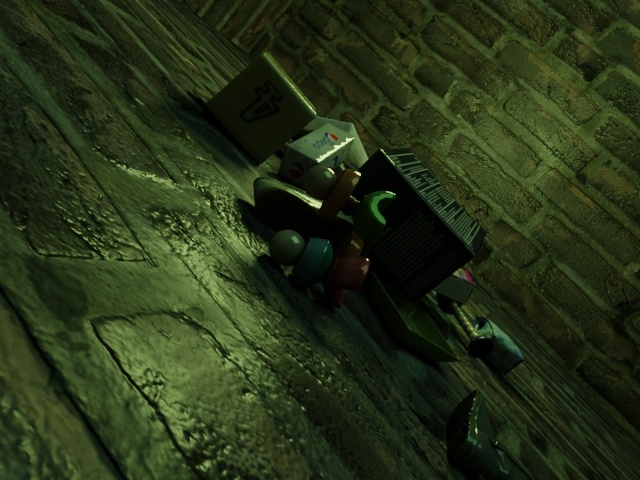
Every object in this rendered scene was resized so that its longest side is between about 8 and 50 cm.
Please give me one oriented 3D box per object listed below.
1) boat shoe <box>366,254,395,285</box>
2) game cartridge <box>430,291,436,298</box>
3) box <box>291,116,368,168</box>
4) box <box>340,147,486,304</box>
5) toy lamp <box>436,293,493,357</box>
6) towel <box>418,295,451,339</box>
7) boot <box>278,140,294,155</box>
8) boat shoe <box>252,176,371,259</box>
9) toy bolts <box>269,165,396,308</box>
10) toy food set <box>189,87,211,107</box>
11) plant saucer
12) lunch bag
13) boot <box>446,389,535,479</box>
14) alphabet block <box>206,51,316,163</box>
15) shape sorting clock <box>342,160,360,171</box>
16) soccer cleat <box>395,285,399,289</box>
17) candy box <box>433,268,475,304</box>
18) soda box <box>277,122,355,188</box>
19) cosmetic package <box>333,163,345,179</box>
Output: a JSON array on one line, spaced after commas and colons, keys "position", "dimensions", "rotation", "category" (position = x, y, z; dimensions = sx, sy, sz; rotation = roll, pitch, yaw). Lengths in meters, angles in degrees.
[{"position": [0.104, 0.037, 1.281], "dimensions": [0.206, 0.075, 0.065], "rotation": [45, 9, -18], "category": "boat shoe"}, {"position": [0.367, 0.165, 1.811], "dimensions": [0.056, 0.017, 0.083], "rotation": [50, 14, 9], "category": "game cartridge"}, {"position": [0.024, -0.317, 1.837], "dimensions": [0.232, 0.058, 0.322], "rotation": [16, -11, 19], "category": "box"}, {"position": [0.206, -0.049, 1.275], "dimensions": [0.294, 0.183, 0.296], "rotation": [50, 22, 6], "category": "box"}, {"position": [0.405, 0.225, 1.601], "dimensions": [0.080, 0.080, 0.274], "rotation": [37, 17, -28], "category": "toy lamp"}, {"position": [0.264, 0.181, 1.315], "dimensions": [0.110, 0.027, 0.148], "rotation": [48, -10, 25], "category": "towel"}, {"position": [-0.042, -0.276, 1.748], "dimensions": [0.305, 0.115, 0.112], "rotation": [31, 20, -41], "category": "boot"}, {"position": [-0.011, -0.041, 1.105], "dimensions": [0.285, 0.104, 0.089], "rotation": [34, 18, -33], "category": "boat shoe"}, {"position": [0.000, 0.000, 0.970], "dimensions": [0.159, 0.218, 0.228], "rotation": [29, 47, -6], "category": "toy bolts"}, {"position": [-0.301, -0.365, 1.444], "dimensions": [0.082, 0.020, 0.083], "rotation": [42, 12, -9], "category": "toy food set"}, {"position": [0.183, 0.170, 1.160], "dimensions": [0.188, 0.045, 0.188], "rotation": [35, 15, -36], "category": "plant saucer"}, {"position": [0.515, 0.302, 1.645], "dimensions": [0.129, 0.096, 0.151], "rotation": [41, 23, -11], "category": "lunch bag"}, {"position": [0.292, 0.350, 0.855], "dimensions": [0.208, 0.076, 0.189], "rotation": [38, 27, 5], "category": "boot"}, {"position": [-0.144, -0.340, 1.410], "dimensions": [0.197, 0.193, 0.192], "rotation": [48, 10, -15], "category": "alphabet block"}, {"position": [0.140, -0.153, 1.567], "dimensions": [0.206, 0.040, 0.206], "rotation": [37, 4, -3], "category": "shape sorting clock"}, {"position": [0.197, 0.090, 1.382], "dimensions": [0.068, 0.076, 0.196], "rotation": [33, 18, -14], "category": "soccer cleat"}, {"position": [0.317, 0.091, 1.604], "dimensions": [0.234, 0.071, 0.159], "rotation": [24, 12, 4], "category": "candy box"}, {"position": [-0.005, -0.240, 1.548], "dimensions": [0.098, 0.091, 0.286], "rotation": [30, 32, 9], "category": "soda box"}, {"position": [0.102, -0.113, 1.664], "dimensions": [0.160, 0.113, 0.309], "rotation": [31, 19, -42], "category": "cosmetic package"}]
